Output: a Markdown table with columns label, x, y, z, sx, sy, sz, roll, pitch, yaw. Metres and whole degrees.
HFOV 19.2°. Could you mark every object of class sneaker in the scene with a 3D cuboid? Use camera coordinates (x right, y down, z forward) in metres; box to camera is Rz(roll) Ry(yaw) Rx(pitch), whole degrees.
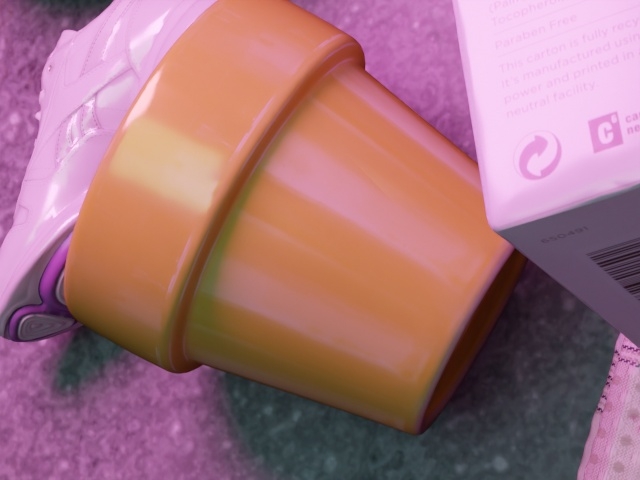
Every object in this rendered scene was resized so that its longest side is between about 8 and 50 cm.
| label | x | y | z | sx | sy | sz | roll | pitch | yaw |
| --- | --- | --- | --- | --- | --- | --- | --- | --- | --- |
| sneaker | -0.159 | -0.065 | 1.398 | 0.152 | 0.114 | 0.305 | 38 | 97 | 39 |

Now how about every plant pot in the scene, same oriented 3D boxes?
| label | x | y | z | sx | sy | sz | roll | pitch | yaw |
| --- | --- | --- | --- | --- | --- | --- | --- | --- | --- |
| plant pot | 0.000 | 0.000 | 1.230 | 0.239 | 0.254 | 0.254 | 30 | 98 | 11 |

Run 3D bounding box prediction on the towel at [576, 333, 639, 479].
| label | x | y | z | sx | sy | sz | roll | pitch | yaw |
| --- | --- | --- | --- | --- | --- | --- | --- | --- | --- |
| towel | 0.322 | 0.108 | 1.138 | 0.312 | 0.056 | 0.324 | 16 | 89 | 19 |

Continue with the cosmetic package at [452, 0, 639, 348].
| label | x | y | z | sx | sy | sz | roll | pitch | yaw |
| --- | --- | --- | --- | --- | --- | --- | --- | --- | --- |
| cosmetic package | 0.180 | -0.192 | 1.101 | 0.161 | 0.230 | 0.453 | -19 | 63 | 23 |
